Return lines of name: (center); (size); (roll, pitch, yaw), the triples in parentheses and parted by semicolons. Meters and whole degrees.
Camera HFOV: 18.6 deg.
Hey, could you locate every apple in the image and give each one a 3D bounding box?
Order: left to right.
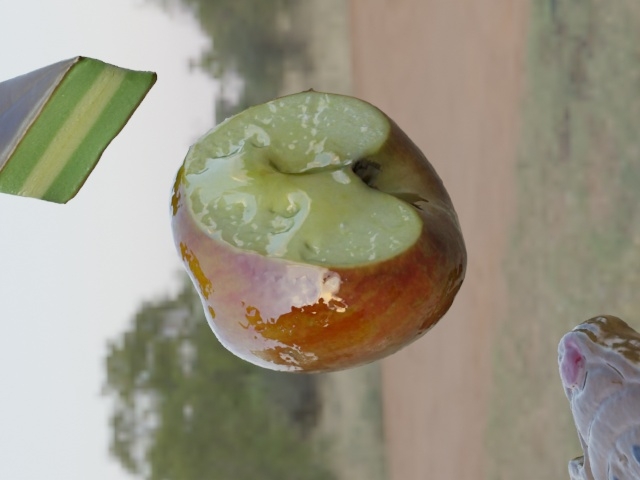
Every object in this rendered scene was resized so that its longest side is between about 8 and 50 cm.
apple: (0.000, 0.000, 1.244); (0.160, 0.173, 0.195); (64, -175, -49)

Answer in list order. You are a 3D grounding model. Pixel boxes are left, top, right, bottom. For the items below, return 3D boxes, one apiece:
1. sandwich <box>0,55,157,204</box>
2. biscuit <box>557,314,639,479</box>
sandwich: (-0.167, -0.073, 1.318); (0.116, 0.074, 0.074); (-12, 73, 51)
biscuit: (0.328, 0.240, 1.751); (0.381, 0.074, 0.359); (54, 155, 18)
